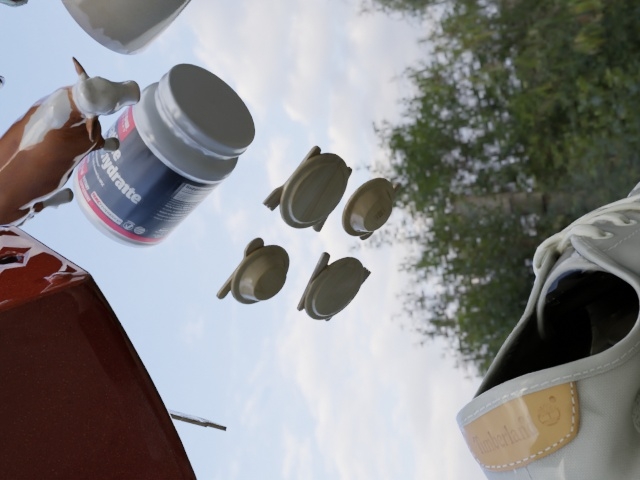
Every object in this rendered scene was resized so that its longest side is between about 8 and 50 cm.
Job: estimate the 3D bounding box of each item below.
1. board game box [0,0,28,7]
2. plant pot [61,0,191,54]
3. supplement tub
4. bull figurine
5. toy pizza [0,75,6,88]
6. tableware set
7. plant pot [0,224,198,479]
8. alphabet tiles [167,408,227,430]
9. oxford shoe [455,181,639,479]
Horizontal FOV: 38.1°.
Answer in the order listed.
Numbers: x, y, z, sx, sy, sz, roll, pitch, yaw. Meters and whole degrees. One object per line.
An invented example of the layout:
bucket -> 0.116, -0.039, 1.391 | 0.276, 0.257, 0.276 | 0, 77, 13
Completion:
board game box -> -0.511, -0.502, 1.122 | 0.389, 0.050, 0.390 | 18, -126, -25
plant pot -> -0.308, -0.518, 1.705 | 0.256, 0.274, 0.257 | 36, -139, -39
supplement tub -> -0.253, -0.132, 1.490 | 0.191, 0.272, 0.191 | 33, -147, -25
bull figurine -> -0.351, -0.121, 1.221 | 0.101, 0.310, 0.188 | 53, -168, 4
toy pizza -> -0.494, -0.165, 1.171 | 0.032, 0.201, 0.201 | 70, -160, -3
tableware set -> 0.000, 0.000, 0.737 | 0.168, 0.020, 0.141 | 15, -70, -52
plant pot -> -0.280, 0.137, 0.759 | 0.267, 0.267, 0.236 | -20, -63, -33
alphabet tiles -> -0.261, 0.240, 1.346 | 0.198, 0.237, 0.009 | -14, 59, 69
oxford shoe -> 0.217, 0.027, 0.644 | 0.130, 0.169, 0.449 | 47, -138, -4
